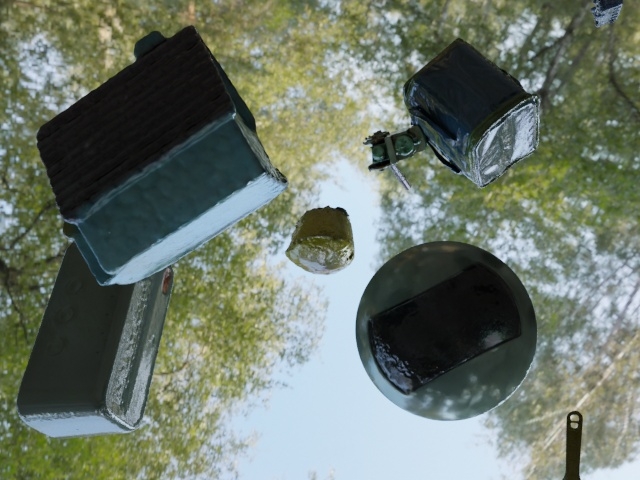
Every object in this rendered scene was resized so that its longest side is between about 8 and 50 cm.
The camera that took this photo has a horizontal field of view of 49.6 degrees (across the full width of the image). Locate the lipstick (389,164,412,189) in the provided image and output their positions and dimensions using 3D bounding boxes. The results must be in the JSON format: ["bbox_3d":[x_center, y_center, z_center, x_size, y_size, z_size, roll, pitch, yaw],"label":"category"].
[{"bbox_3d":[0.242,-0.201,2.127,0.027,0.027,0.176,49,-175,32],"label":"lipstick"}]

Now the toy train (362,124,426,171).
[{"bbox_3d":[0.161,-0.204,1.487,0.125,0.080,0.194,-15,-170,14],"label":"toy train"}]

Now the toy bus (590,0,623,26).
[{"bbox_3d":[0.718,-0.579,1.734,0.166,0.065,0.047,-12,-94,-72],"label":"toy bus"}]

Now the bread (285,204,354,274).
[{"bbox_3d":[0.003,0.003,1.892,0.197,0.197,0.170,11,-129,-12],"label":"bread"}]

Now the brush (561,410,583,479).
[{"bbox_3d":[0.516,0.459,1.417,0.010,0.083,0.218,30,-117,-52],"label":"brush"}]

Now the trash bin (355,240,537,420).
[{"bbox_3d":[0.223,0.163,1.221,0.280,0.280,0.432,33,178,15],"label":"trash bin"}]

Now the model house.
[{"bbox_3d":[-0.223,-0.114,0.918,0.248,0.281,0.230,58,-177,4],"label":"model house"}]

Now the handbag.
[{"bbox_3d":[0.339,-0.281,1.559,0.222,0.263,0.241,-37,-120,-3],"label":"handbag"}]

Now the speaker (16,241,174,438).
[{"bbox_3d":[-0.441,0.191,1.413,0.184,0.183,0.406,-6,-124,17],"label":"speaker"}]
